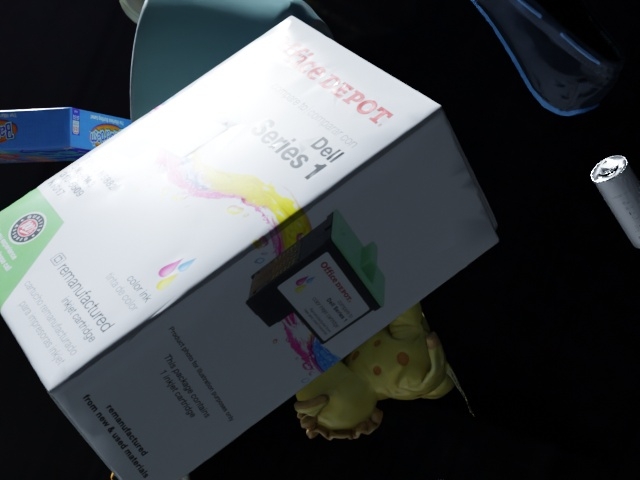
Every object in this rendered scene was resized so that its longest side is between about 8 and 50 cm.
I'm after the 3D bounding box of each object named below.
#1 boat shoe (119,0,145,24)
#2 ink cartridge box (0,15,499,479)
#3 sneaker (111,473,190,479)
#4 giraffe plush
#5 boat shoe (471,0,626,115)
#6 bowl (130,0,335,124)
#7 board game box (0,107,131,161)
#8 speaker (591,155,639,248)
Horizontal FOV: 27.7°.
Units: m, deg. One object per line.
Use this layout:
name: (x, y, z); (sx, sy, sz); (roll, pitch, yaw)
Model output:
boat shoe: (-0.215, -0.357, 1.685); (0.109, 0.098, 0.302); (-18, 45, -29)
ink cartridge box: (-0.060, -0.001, 0.824); (0.201, 0.278, 0.117); (41, -16, 51)
sneaker: (-0.205, 0.229, 1.474); (0.083, 0.084, 0.215); (-17, 15, -11)
giraffe plush: (0.047, 0.140, 1.394); (0.210, 0.170, 0.181); (-114, 178, -48)
boat shoe: (0.177, -0.232, 1.092); (0.258, 0.109, 0.089); (53, -33, 6)
bowl: (-0.075, -0.155, 1.454); (0.163, 0.312, 0.311); (2, -14, 18)
board game box: (-0.336, -0.119, 1.500); (0.210, 0.047, 0.160); (0, -1, 22)
speaker: (0.433, -0.053, 1.823); (0.055, 0.055, 0.136); (11, -35, 55)
